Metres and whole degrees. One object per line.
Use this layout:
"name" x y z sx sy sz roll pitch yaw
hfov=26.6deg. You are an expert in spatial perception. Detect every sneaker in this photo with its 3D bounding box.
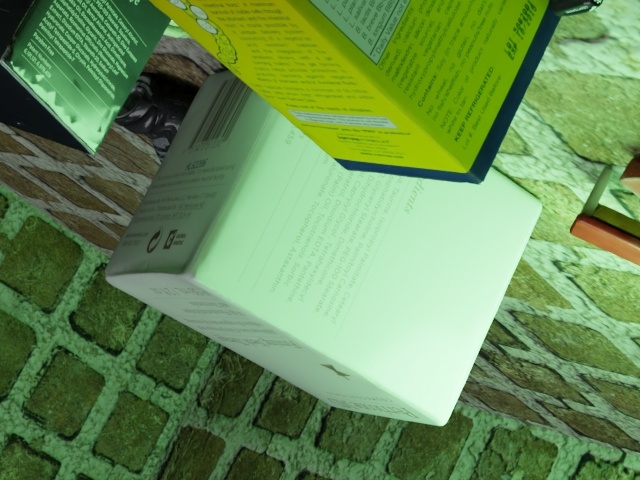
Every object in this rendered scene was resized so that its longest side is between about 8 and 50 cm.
"sneaker" -0.238 -0.171 2.051 0.153 0.101 0.268 29 160 -6

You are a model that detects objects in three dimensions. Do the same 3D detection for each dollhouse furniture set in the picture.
"dollhouse furniture set" 0.452 0.047 1.464 0.374 0.152 0.201 25 166 8

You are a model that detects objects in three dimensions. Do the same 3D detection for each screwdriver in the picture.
"screwdriver" 0.262 -0.213 1.159 0.170 0.024 0.025 2 123 55

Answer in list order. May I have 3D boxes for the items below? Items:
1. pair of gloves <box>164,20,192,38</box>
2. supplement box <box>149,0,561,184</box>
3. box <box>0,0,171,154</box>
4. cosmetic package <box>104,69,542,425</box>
"pair of gloves" -0.251 -0.294 1.578 0.240 0.042 0.204 32 -171 15
"supplement box" 0.016 -0.227 1.196 0.195 0.194 0.356 10 158 48
"box" -0.307 -0.293 1.298 0.343 0.313 0.179 20 165 27
"cosmetic package" 0.000 0.000 1.757 0.393 0.327 0.329 31 165 -22
